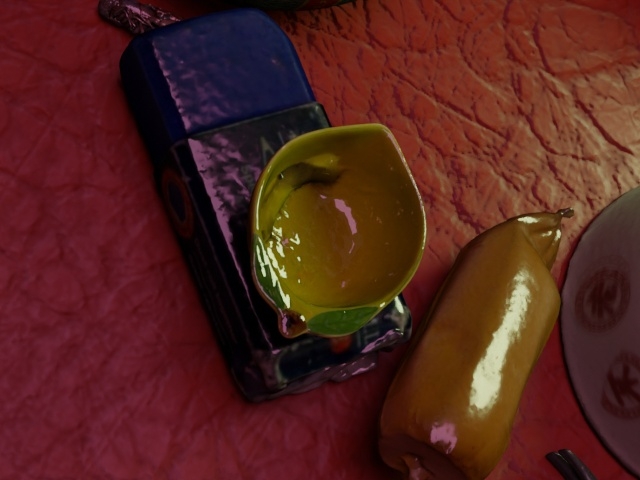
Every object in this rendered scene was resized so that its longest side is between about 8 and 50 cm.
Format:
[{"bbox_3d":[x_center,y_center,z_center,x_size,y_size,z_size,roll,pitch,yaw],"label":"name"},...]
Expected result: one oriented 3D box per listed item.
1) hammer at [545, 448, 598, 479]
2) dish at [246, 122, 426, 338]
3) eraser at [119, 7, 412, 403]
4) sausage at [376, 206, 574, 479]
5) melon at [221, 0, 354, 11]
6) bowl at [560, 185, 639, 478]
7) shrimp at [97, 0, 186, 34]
[{"bbox_3d":[0.124,0.232,1.390,0.287,0.033,0.111,5,70,-24],"label":"hammer"},{"bbox_3d":[0.000,0.000,1.305,0.149,0.080,0.208,34,62,-10],"label":"dish"},{"bbox_3d":[-0.047,-0.034,1.399,0.155,0.101,0.332,-18,80,-23],"label":"eraser"},{"bbox_3d":[0.146,0.077,1.415,0.112,0.112,0.328,35,51,-5],"label":"sausage"},{"bbox_3d":[-0.025,-0.294,1.449,0.287,0.182,0.182,-10,76,-21],"label":"melon"},{"bbox_3d":[0.402,0.073,1.482,0.337,0.157,0.337,6,70,-17],"label":"bowl"},{"bbox_3d":[-0.154,-0.197,1.455,0.092,0.038,0.029,10,112,-15],"label":"shrimp"}]
